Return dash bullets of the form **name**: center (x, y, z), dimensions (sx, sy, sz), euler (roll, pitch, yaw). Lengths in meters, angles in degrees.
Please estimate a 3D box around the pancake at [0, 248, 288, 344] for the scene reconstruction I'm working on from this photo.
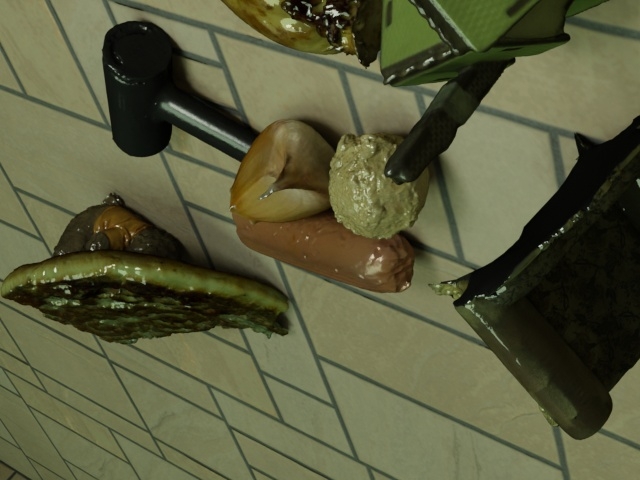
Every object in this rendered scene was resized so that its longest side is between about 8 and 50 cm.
- **pancake**: center (-0.254, 0.087, 2.069), dimensions (0.426, 0.067, 0.305), euler (-5, 155, 22)

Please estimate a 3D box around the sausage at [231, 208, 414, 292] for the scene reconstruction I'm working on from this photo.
- **sausage**: center (0.001, 0.001, 1.733), dimensions (0.289, 0.086, 0.086), euler (16, 144, 39)

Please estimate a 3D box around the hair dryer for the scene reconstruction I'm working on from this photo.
- **hair dryer**: center (-0.166, -0.152, 1.740), dimensions (0.251, 0.089, 0.197), euler (29, 151, 10)

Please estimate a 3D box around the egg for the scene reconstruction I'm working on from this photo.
- **egg**: center (0.064, -0.064, 1.517), dimensions (0.118, 0.116, 0.140), euler (22, 140, -7)

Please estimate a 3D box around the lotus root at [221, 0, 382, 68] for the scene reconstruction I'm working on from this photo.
- **lotus root**: center (-0.036, -0.282, 1.297), dimensions (0.314, 0.141, 0.169), euler (39, 152, 27)

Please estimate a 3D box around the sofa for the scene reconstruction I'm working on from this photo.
- **sofa**: center (0.262, 0.038, 1.254), dimensions (0.200, 0.258, 0.182), euler (49, 166, -14)

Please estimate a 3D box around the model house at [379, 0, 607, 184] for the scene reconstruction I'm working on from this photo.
- **model house**: center (0.095, -0.196, 1.099), dimensions (0.218, 0.279, 0.205), euler (48, 151, -15)

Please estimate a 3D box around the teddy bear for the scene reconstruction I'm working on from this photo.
- **teddy bear**: center (-0.306, 0.013, 2.135), dimensions (0.190, 0.140, 0.177), euler (26, 175, 14)

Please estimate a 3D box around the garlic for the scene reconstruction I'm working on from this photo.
- **garlic**: center (-0.033, -0.088, 1.615), dimensions (0.128, 0.115, 0.206), euler (1, 172, -14)
